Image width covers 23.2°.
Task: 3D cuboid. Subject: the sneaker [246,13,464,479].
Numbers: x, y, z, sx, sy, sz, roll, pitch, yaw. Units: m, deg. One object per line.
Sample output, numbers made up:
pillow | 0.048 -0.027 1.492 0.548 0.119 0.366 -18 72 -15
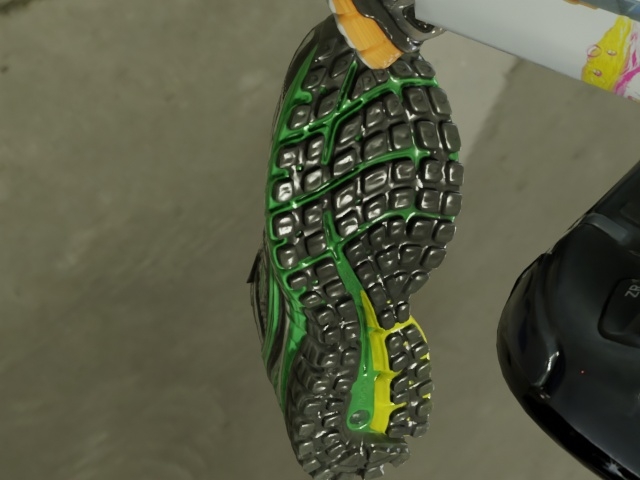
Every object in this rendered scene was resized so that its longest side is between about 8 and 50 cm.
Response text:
sneaker | 0.000 0.000 1.058 0.134 0.146 0.343 -11 127 -23

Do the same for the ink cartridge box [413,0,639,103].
ink cartridge box | 0.126 -0.122 0.472 0.128 0.176 0.127 -52 153 -26

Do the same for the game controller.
game controller | 0.188 0.007 0.519 0.319 0.166 0.067 -38 167 -46

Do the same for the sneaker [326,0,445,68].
sneaker | 0.025 -0.145 0.658 0.083 0.084 0.215 -18 163 14
